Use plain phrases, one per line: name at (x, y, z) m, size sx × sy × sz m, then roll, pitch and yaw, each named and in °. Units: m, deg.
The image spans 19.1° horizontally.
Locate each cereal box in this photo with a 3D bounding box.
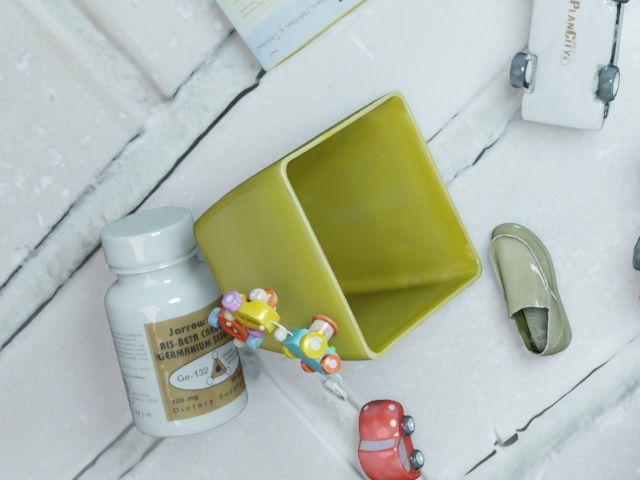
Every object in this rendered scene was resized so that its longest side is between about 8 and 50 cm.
cereal box at (-0.056, -0.313, 1.903) m, size 0.173 × 0.047 × 0.240 m, roll -33°, pitch 94°, yaw 32°

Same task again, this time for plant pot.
plant pot at (0.000, 0.000, 1.920) m, size 0.187 × 0.212 × 0.212 m, roll -16°, pitch 103°, yaw 42°

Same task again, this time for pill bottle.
pill bottle at (-0.164, 0.087, 2.064) m, size 0.131 × 0.131 × 0.229 m, roll -4°, pitch 108°, yaw 27°

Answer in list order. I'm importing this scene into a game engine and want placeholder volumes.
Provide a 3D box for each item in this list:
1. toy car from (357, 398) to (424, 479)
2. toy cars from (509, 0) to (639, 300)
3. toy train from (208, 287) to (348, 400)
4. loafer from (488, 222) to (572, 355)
toy car at (0.113, 0.313, 2.068) m, size 0.225 × 0.053 × 0.239 m, roll 24°, pitch 118°, yaw 15°
toy cars at (0.302, -0.117, 1.794) m, size 0.176 × 0.087 × 0.393 m, roll -32°, pitch 91°, yaw 26°
toy train at (-0.036, 0.087, 1.835) m, size 0.166 × 0.046 × 0.125 m, roll 28°, pitch 162°, yaw 21°
loafer at (0.211, 0.052, 1.919) m, size 0.056 × 0.050 × 0.148 m, roll -22°, pitch 100°, yaw 30°
